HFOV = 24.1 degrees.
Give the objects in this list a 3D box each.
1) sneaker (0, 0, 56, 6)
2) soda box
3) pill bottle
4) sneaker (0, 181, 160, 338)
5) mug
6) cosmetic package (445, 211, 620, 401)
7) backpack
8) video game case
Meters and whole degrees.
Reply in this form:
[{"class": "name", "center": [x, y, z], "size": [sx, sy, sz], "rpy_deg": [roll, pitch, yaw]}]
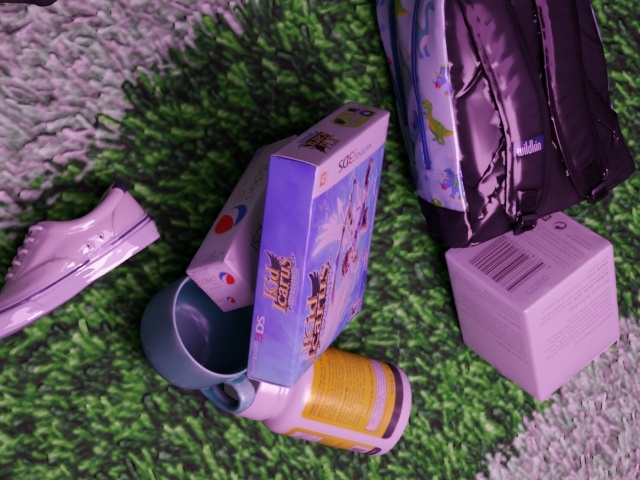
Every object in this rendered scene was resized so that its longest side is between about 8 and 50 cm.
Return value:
[{"class": "sneaker", "center": [-0.422, -0.273, 1.585], "size": [0.283, 0.107, 0.124], "rpy_deg": [13, 106, -24]}, {"class": "soda box", "center": [-0.070, -0.022, 1.749], "size": [0.074, 0.069, 0.216], "rpy_deg": [49, 48, -25]}, {"class": "pill bottle", "center": [-0.004, 0.187, 1.832], "size": [0.209, 0.119, 0.119], "rpy_deg": [18, 89, -28]}, {"class": "sneaker", "center": [-0.307, 0.028, 1.685], "size": [0.258, 0.094, 0.091], "rpy_deg": [-36, 93, -23]}, {"class": "mug", "center": [-0.145, 0.121, 1.745], "size": [0.129, 0.097, 0.157], "rpy_deg": [17, 62, -35]}, {"class": "cosmetic package", "center": [0.272, 0.071, 1.905], "size": [0.151, 0.151, 0.183], "rpy_deg": [-36, 139, -18]}, {"class": "backpack", "center": [0.210, -0.218, 1.833], "size": [0.290, 0.273, 0.355], "rpy_deg": [-24, 125, -18]}, {"class": "video game case", "center": [0.000, 0.000, 1.724], "size": [0.244, 0.061, 0.269], "rpy_deg": [-41, 141, -61]}]
